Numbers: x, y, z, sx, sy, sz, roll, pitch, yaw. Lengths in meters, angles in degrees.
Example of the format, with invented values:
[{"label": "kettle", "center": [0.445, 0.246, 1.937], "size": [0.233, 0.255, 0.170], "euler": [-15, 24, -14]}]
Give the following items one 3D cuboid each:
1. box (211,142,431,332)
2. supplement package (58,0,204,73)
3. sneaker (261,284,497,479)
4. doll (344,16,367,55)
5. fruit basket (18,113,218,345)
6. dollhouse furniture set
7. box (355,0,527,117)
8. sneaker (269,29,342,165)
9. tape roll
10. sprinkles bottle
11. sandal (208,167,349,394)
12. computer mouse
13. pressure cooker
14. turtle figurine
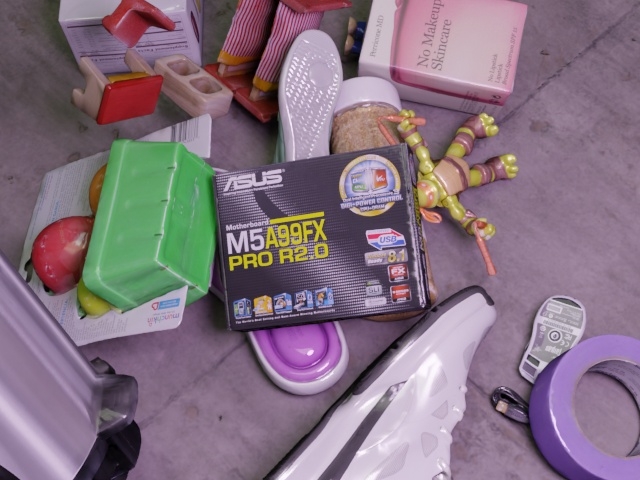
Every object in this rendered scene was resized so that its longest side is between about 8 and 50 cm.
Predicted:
[{"label": "box", "center": [0.000, 0.000, 1.418], "size": [0.270, 0.060, 0.216], "euler": [-7, 82, 13]}, {"label": "supplement package", "center": [-0.302, -0.424, 1.760], "size": [0.204, 0.145, 0.262], "euler": [-4, 62, 3]}, {"label": "sneaker", "center": [0.131, 0.277, 1.374], "size": [0.257, 0.169, 0.447], "euler": [44, 67, 5]}, {"label": "doll", "center": [0.135, -0.309, 1.722], "size": [0.189, 0.046, 0.129], "euler": [8, 61, 2]}, {"label": "fruit basket", "center": [-0.299, 0.006, 1.517], "size": [0.353, 0.165, 0.327], "euler": [-19, 53, 37]}, {"label": "dollhouse furniture set", "center": [-0.151, -0.274, 1.547], "size": [0.152, 0.201, 0.374], "euler": [39, 37, 24]}, {"label": "box", "center": [0.180, -0.294, 1.630], "size": [0.232, 0.127, 0.148], "euler": [12, 80, 1]}, {"label": "sneaker", "center": [-0.037, -0.175, 1.578], "size": [0.094, 0.151, 0.256], "euler": [5, 88, -19]}, {"label": "tape roll", "center": [0.369, 0.220, 1.373], "size": [0.189, 0.080, 0.189], "euler": [3, 71, -8]}, {"label": "sprinkles bottle", "center": [0.083, -0.064, 1.552], "size": [0.121, 0.121, 0.355], "euler": [-9, 62, 0]}, {"label": "sandal", "center": [-0.090, 0.029, 1.524], "size": [0.169, 0.102, 0.416], "euler": [-33, 64, -14]}, {"label": "computer mouse", "center": [0.310, 0.166, 1.458], "size": [0.106, 0.042, 0.193], "euler": [20, 70, 19]}, {"label": "pressure cooker", "center": [-0.442, 0.221, 1.281], "size": [0.370, 0.420, 0.375], "euler": [6, 46, 44]}, {"label": "turtle figurine", "center": [0.196, -0.083, 1.532], "size": [0.217, 0.087, 0.269], "euler": [-33, 83, -43]}]
